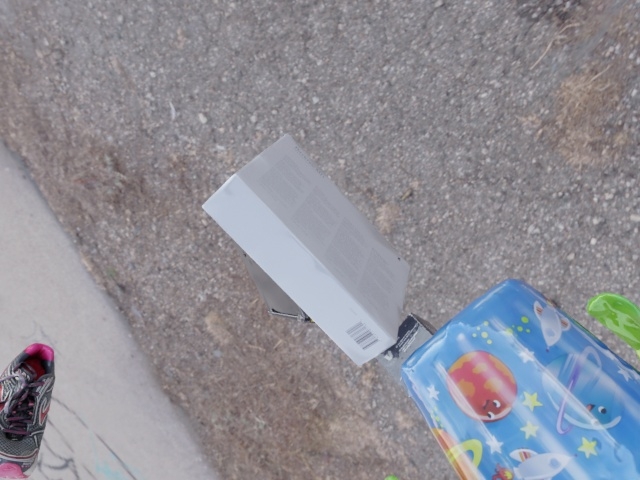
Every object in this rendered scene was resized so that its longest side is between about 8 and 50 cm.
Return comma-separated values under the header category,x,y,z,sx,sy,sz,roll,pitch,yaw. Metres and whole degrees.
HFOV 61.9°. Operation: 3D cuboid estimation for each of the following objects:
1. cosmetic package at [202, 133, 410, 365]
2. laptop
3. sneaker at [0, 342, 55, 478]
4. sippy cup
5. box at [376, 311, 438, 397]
category,x,y,z,sx,sy,sz,roll,pitch,yaw
cosmetic package,0.000,0.000,0.977,0.097,0.284,0.377,-39,99,28
laptop,-0.041,0.115,1.547,0.382,0.409,0.236,168,109,-70
sneaker,-0.546,0.297,0.957,0.121,0.299,0.112,30,100,-33
sippy cup,0.209,0.167,0.535,0.224,0.306,0.240,52,121,18
box,0.252,0.298,1.366,0.156,0.093,0.158,-54,41,9
